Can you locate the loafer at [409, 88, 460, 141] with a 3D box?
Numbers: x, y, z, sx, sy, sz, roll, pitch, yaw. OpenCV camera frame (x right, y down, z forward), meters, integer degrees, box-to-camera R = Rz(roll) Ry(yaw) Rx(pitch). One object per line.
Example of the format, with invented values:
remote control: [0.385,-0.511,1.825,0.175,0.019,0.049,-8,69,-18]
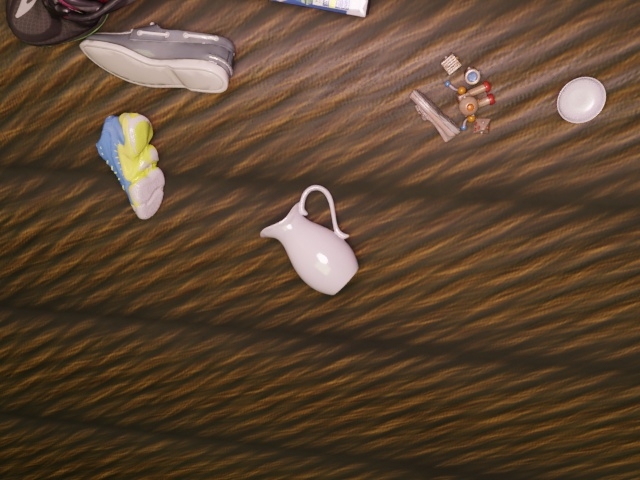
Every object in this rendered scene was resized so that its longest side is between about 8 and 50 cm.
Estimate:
loafer: [0.217,-0.241,1.031,0.125,0.045,0.039,38,122,-12]

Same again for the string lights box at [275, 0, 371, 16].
string lights box: [-0.032,-0.490,0.937,0.259,0.077,0.134,12,118,5]

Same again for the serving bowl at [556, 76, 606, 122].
serving bowl: [0.481,-0.262,0.981,0.083,0.027,0.084,4,115,8]

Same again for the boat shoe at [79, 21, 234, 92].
boat shoe: [-0.320,-0.374,1.052,0.319,0.116,0.099,13,74,11]

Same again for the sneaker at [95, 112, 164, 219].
sneaker: [-0.422,-0.169,1.168,0.126,0.091,0.240,17,119,23]

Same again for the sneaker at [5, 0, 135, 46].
sneaker: [-0.425,-0.469,0.917,0.482,0.202,0.185,-12,117,34]

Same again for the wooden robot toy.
wooden robot toy: [0.282,-0.267,0.986,0.076,0.079,0.173,-21,110,19]

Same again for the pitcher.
pitcher: [0.000,0.000,1.150,0.207,0.125,0.178,45,100,0]
